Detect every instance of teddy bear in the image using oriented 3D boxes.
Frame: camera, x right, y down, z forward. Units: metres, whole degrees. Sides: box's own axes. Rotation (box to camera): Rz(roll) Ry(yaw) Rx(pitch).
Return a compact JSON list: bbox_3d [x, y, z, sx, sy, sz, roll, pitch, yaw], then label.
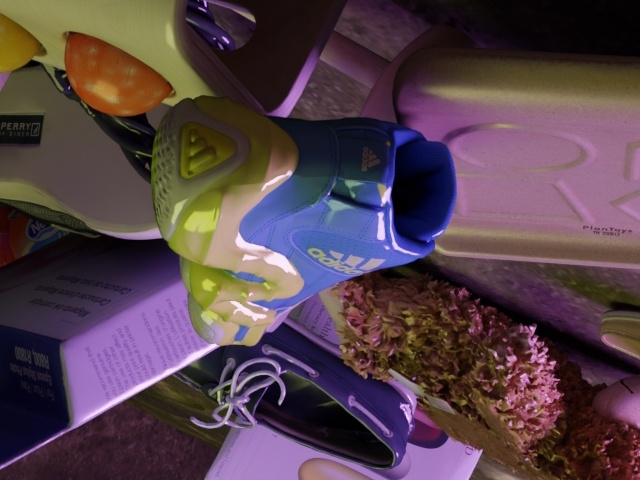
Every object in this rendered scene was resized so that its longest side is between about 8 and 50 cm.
[{"bbox_3d":[0.137,0.099,1.453,0.338,0.113,0.245,28,164,33],"label":"teddy bear"}]

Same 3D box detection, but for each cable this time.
[{"bbox_3d":[-0.099,-0.102,1.120,0.151,0.047,0.184,-9,119,47],"label":"cable"}]

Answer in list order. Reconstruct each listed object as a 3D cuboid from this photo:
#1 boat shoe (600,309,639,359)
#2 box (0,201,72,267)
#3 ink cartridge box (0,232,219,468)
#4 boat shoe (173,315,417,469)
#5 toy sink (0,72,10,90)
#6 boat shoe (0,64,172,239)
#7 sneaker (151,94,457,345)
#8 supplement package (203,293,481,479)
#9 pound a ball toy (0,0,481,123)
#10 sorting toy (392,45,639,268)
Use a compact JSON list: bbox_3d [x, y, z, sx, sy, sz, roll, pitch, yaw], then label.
[{"bbox_3d":[0.240,0.083,1.258,0.135,0.045,0.050,19,165,33],"label":"boat shoe"},{"bbox_3d":[-0.312,-0.020,1.701,0.257,0.122,0.128,16,-152,42],"label":"box"},{"bbox_3d":[-0.174,0.051,1.405,0.324,0.330,0.071,4,118,61],"label":"ink cartridge box"},{"bbox_3d":[-0.044,0.116,1.553,0.255,0.079,0.095,26,128,-9],"label":"boat shoe"},{"bbox_3d":[-0.314,-0.144,1.235,0.234,0.152,0.131,16,164,39],"label":"toy sink"},{"bbox_3d":[-0.130,-0.060,1.337,0.341,0.127,0.158,13,179,45],"label":"boat shoe"},{"bbox_3d":[0.000,0.000,0.878,0.126,0.091,0.240,2,169,6],"label":"sneaker"},{"bbox_3d":[0.033,0.173,1.684,0.203,0.194,0.149,26,175,3],"label":"supplement package"},{"bbox_3d":[-0.104,-0.118,0.937,0.319,0.135,0.208,21,166,29],"label":"pound a ball toy"},{"bbox_3d":[0.136,-0.039,0.897,0.193,0.038,0.208,4,160,8],"label":"sorting toy"}]
